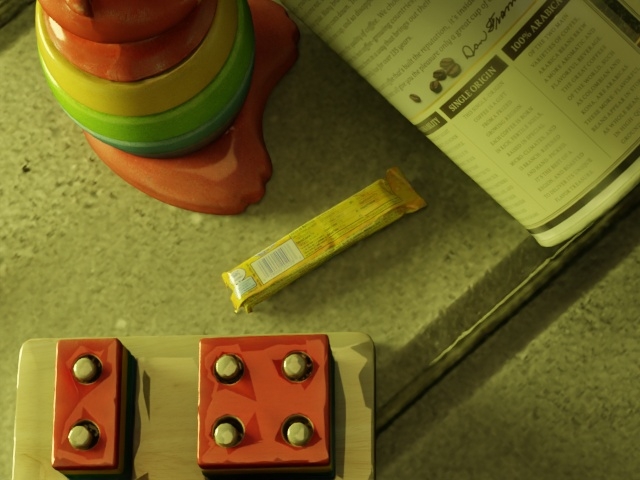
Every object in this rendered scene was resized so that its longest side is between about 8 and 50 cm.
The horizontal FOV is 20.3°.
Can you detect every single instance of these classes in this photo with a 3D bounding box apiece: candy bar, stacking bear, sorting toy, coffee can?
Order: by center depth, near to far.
[{"bbox_3d":[0.119,-0.159,1.208,0.275,0.201,0.201,43,80,-5],"label":"coffee can"},{"bbox_3d":[-0.093,0.183,1.222,0.257,0.089,0.256,-1,72,5],"label":"sorting toy"},{"bbox_3d":[-0.120,-0.151,1.227,0.164,0.289,0.175,9,74,9],"label":"stacking bear"},{"bbox_3d":[0.000,0.000,1.309,0.161,0.018,0.040,-32,68,-4],"label":"candy bar"}]
